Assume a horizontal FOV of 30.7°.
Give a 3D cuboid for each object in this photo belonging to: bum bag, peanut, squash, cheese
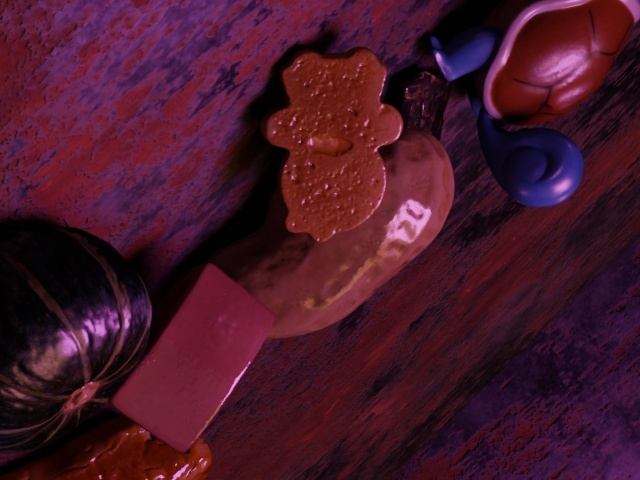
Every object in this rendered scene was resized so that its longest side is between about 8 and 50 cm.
[{"bbox_3d":[0.123,-0.129,1.587,0.102,0.069,0.248,-11,139,-25],"label":"bum bag"},{"bbox_3d":[0.000,0.000,1.468,0.387,0.192,0.169,-40,-171,4],"label":"peanut"},{"bbox_3d":[-0.293,0.104,1.211,0.252,0.165,0.252,-41,164,-14],"label":"squash"},{"bbox_3d":[-0.146,0.122,1.381,0.177,0.128,0.203,-46,-163,11],"label":"cheese"}]

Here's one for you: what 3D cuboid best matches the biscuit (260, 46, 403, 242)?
[{"bbox_3d":[0.014,-0.109,1.344,0.166,0.036,0.226,-5,105,-8],"label":"biscuit"}]

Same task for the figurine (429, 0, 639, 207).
[{"bbox_3d":[0.284,-0.259,1.513,0.298,0.243,0.416,32,81,-55],"label":"figurine"}]

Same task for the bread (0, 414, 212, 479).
[{"bbox_3d":[-0.317,0.344,1.555,0.344,0.149,0.195,-27,161,-33],"label":"bread"}]
